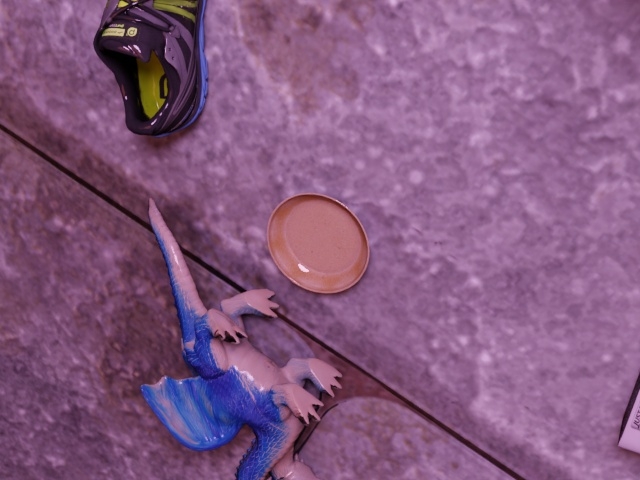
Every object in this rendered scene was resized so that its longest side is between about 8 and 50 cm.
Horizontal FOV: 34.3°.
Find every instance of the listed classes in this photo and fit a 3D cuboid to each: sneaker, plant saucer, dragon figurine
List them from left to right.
[{"bbox_3d":[-0.120,-0.161,0.726,0.067,0.078,0.188,6,115,20],"label":"sneaker"},{"bbox_3d":[-0.083,0.114,0.838,0.289,0.085,0.144,46,122,-5],"label":"dragon figurine"},{"bbox_3d":[0.000,0.000,0.790,0.083,0.015,0.083,10,117,19],"label":"plant saucer"}]

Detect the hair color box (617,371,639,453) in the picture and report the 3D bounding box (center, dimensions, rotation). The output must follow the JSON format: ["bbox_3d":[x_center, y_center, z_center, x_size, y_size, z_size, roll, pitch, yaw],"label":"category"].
[{"bbox_3d":[0.286,0.129,0.715,0.141,0.043,0.072,18,120,13],"label":"hair color box"}]
